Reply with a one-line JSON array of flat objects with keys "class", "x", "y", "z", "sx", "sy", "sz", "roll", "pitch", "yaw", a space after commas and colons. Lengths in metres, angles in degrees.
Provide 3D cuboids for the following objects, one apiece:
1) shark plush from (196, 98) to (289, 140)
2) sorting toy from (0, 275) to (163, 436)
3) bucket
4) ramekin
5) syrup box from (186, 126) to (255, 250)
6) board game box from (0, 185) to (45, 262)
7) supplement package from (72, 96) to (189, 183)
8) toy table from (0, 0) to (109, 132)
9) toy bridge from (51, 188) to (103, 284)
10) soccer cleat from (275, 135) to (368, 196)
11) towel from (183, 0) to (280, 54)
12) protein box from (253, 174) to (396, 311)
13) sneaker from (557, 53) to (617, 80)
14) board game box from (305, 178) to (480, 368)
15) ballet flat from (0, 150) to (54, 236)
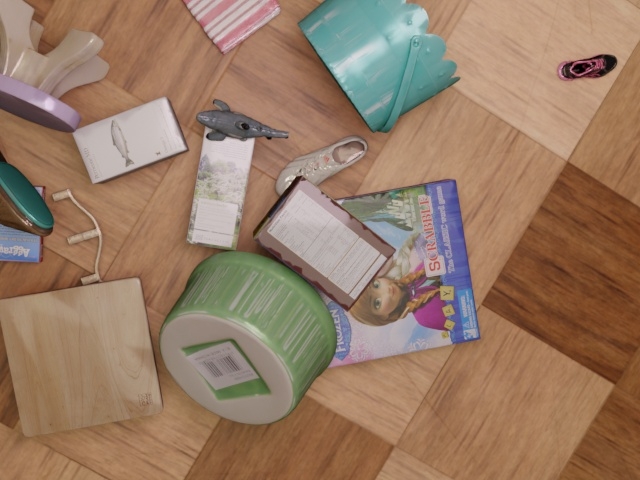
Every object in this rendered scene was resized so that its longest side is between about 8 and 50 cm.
[{"class": "shark plush", "x": -0.139, "y": -0.194, "z": 1.480, "sx": 0.161, "sy": 0.067, "sz": 0.073, "roll": 24, "pitch": 90, "yaw": -7}, {"class": "sorting toy", "x": -0.438, "y": 0.209, "z": 1.568, "sx": 0.255, "sy": 0.089, "sz": 0.257, "roll": -9, "pitch": 96, "yaw": -5}, {"class": "bucket", "x": 0.100, "y": -0.337, "z": 1.491, "sx": 0.183, "sy": 0.281, "sz": 0.281, "roll": -35, "pitch": 97, "yaw": 7}, {"class": "ramekin", "x": -0.136, "y": 0.183, "z": 1.484, "sx": 0.303, "sy": 0.148, "sz": 0.303, "roll": 14, "pitch": 130, "yaw": 18}, {"class": "syrup box", "x": -0.184, "y": -0.105, "z": 1.563, "sx": 0.093, "sy": 0.096, "sz": 0.237, "roll": 9, "pitch": 91, "yaw": -8}, {"class": "board game box", "x": -0.658, "y": -0.037, "z": 1.556, "sx": 0.281, "sy": 0.027, "sz": 0.145, "roll": 3, "pitch": 93, "yaw": -6}, {"class": "supplement package", "x": -0.343, "y": -0.181, "z": 1.536, "sx": 0.179, "sy": 0.105, "sz": 0.105, "roll": -22, "pitch": 97, "yaw": -3}, {"class": "toy table", "x": -0.495, "y": -0.302, "z": 1.456, "sx": 0.274, "sy": 0.252, "sz": 0.161, "roll": 21, "pitch": 81, "yaw": 25}, {"class": "toy bridge", "x": -0.443, "y": -0.008, "z": 1.581, "sx": 0.063, "sy": 0.026, "sz": 0.188, "roll": -18, "pitch": 97, "yaw": -5}, {"class": "soccer cleat", "x": 0.001, "y": -0.143, "z": 1.589, "sx": 0.196, "sy": 0.076, "sz": 0.068, "roll": -30, "pitch": 97, "yaw": -2}, {"class": "towel", "x": -0.185, "y": -0.467, "z": 1.570, "sx": 0.144, "sy": 0.029, "sz": 0.197, "roll": -37, "pitch": 95, "yaw": -2}, {"class": "protein box", "x": 0.000, "y": 0.000, "z": 1.473, "sx": 0.201, "sy": 0.200, "sz": 0.136, "roll": 38, "pitch": 90, "yaw": -6}, {"class": "sneaker", "x": 0.527, "y": -0.338, "z": 1.637, "sx": 0.119, "sy": 0.057, "sz": 0.047, "roll": -14, "pitch": 94, "yaw": -6}, {"class": "board game box", "x": 0.127, "y": 0.062, "z": 1.624, "sx": 0.318, "sy": 0.066, "sz": 0.319, "roll": -11, "pitch": 95, "yaw": -4}, {"class": "ballet flat", "x": -0.610, "y": -0.120, "z": 1.499, "sx": 0.124, "sy": 0.116, "sz": 0.342, "roll": -37, "pitch": 86, "yaw": 9}]
